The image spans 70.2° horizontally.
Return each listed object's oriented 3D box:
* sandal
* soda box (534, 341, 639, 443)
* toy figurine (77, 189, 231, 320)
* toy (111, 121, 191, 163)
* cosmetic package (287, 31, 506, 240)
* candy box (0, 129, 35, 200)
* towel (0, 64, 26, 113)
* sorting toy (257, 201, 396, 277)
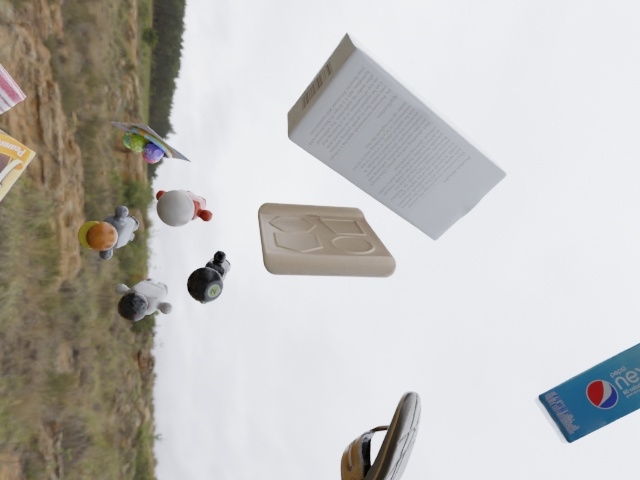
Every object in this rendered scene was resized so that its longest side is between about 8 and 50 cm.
[{"bbox_3d":[0.044,0.255,0.486,0.060,0.090,0.219,24,-107,29],"label":"sandal"},{"bbox_3d":[0.398,0.190,0.601,0.210,0.071,0.067,-30,-120,6],"label":"soda box"},{"bbox_3d":[-0.274,0.026,0.786,0.148,0.209,0.213,-102,174,-80],"label":"toy figurine"},{"bbox_3d":[-0.438,-0.233,1.141,0.237,0.137,0.056,23,-102,46],"label":"toy"},{"bbox_3d":[0.170,-0.220,1.033,0.230,0.453,0.161,-47,-154,24],"label":"cosmetic package"},{"bbox_3d":[-0.809,-0.208,0.951,0.087,0.316,0.183,7,-116,38],"label":"candy box"},{"bbox_3d":[-0.672,-0.272,0.822,0.029,0.197,0.144,30,-26,54],"label":"towel"},{"bbox_3d":[0.000,0.000,0.721,0.208,0.193,0.038,-109,-156,-61],"label":"sorting toy"}]
